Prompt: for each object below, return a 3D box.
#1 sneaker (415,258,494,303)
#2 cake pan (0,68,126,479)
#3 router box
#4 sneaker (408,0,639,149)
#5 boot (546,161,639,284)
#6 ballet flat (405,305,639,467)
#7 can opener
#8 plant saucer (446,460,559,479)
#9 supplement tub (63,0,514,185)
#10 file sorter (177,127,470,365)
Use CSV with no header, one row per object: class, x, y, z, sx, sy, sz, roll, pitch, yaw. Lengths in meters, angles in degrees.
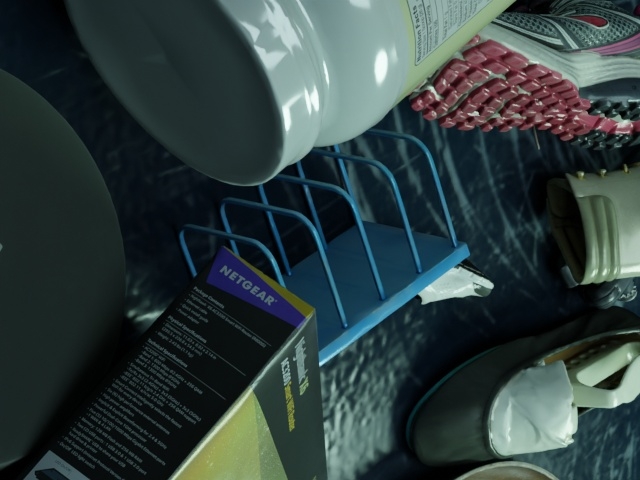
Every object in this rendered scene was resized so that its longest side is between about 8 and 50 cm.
sneaker,0.097,0.032,1.487,0.109,0.040,0.044,17,106,-41
cake pan,-0.231,0.014,1.088,0.293,0.054,0.293,13,71,-41
router box,-0.100,0.178,1.213,0.243,0.081,0.309,-50,161,-21
sneaker,0.170,-0.149,1.463,0.299,0.121,0.112,8,67,-43
boot,0.276,-0.058,1.584,0.165,0.077,0.213,-1,62,-12
ballet flat,0.200,0.124,1.563,0.280,0.096,0.095,-25,118,-36
can opener,0.285,-0.011,1.629,0.186,0.059,0.073,-45,127,-24
plant saucer,0.118,0.335,1.579,0.310,0.050,0.310,-14,112,-40
supplement tub,0.013,-0.209,1.198,0.325,0.235,0.235,-42,127,-26
file sorter,0.000,0.000,1.329,0.170,0.118,0.104,-34,120,-31
